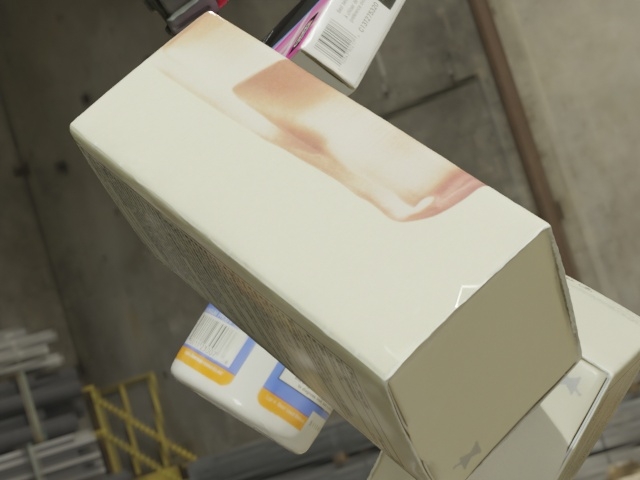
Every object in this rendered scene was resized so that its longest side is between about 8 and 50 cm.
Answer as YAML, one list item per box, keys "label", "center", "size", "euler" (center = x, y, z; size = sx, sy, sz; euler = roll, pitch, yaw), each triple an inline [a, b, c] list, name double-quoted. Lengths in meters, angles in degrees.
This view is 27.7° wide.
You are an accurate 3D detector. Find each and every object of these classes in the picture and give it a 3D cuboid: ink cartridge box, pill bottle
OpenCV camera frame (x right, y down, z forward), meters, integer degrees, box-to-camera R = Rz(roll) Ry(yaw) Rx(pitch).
- label: "ink cartridge box"
  center: [-0.047, -0.136, 1.218]
  size: [0.371, 0.069, 0.176]
  euler: [-39, 20, 54]
- label: "pill bottle"
  center: [-0.010, 0.050, 1.229]
  size: [0.272, 0.152, 0.152]
  euler: [-58, 1, -9]

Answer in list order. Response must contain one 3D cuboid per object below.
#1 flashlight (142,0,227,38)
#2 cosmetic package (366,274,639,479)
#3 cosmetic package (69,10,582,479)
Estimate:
- label: "flashlight"
  center: [-0.031, -0.300, 1.136]
  size: [0.304, 0.103, 0.103]
  euler: [-35, 0, -5]
- label: "cosmetic package"
  center: [0.159, 0.121, 0.988]
  size: [0.160, 0.113, 0.309]
  euler: [-62, -18, 10]
- label: "cosmetic package"
  center: [0.000, 0.000, 0.791]
  size: [0.129, 0.296, 0.153]
  euler: [-42, -36, -14]
